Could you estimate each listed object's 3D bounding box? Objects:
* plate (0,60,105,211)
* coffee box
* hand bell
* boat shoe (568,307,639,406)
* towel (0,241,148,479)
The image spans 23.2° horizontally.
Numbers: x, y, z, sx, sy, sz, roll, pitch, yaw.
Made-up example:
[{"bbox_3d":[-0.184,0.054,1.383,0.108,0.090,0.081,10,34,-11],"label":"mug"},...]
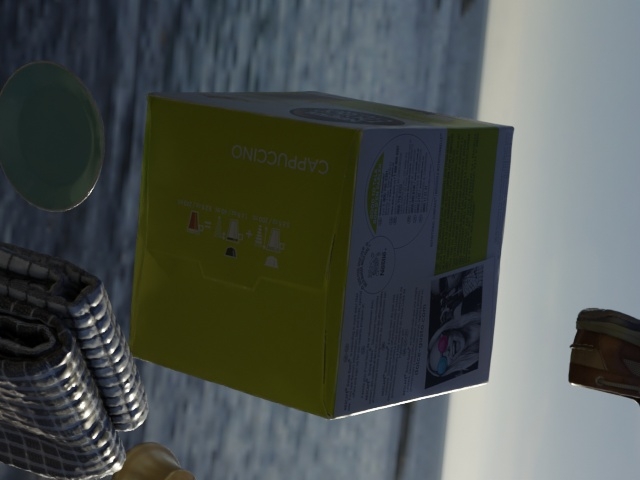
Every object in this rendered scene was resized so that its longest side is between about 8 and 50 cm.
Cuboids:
[{"bbox_3d":[-0.332,-0.130,1.938,0.024,0.188,0.188,-17,115,-54],"label":"plate"},{"bbox_3d":[0.000,0.000,1.933,0.334,0.338,0.338,-6,105,-51],"label":"coffee box"},{"bbox_3d":[-0.163,0.349,2.112,0.126,0.242,0.126,-2,92,-44],"label":"hand bell"},{"bbox_3d":[0.449,0.193,1.947,0.123,0.324,0.116,152,-38,-78],"label":"boat shoe"},{"bbox_3d":[-0.299,0.087,1.291,0.235,0.284,0.121,78,32,-59],"label":"towel"}]
